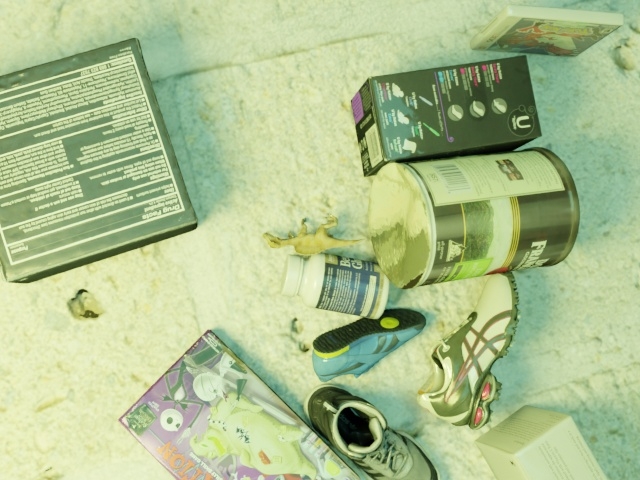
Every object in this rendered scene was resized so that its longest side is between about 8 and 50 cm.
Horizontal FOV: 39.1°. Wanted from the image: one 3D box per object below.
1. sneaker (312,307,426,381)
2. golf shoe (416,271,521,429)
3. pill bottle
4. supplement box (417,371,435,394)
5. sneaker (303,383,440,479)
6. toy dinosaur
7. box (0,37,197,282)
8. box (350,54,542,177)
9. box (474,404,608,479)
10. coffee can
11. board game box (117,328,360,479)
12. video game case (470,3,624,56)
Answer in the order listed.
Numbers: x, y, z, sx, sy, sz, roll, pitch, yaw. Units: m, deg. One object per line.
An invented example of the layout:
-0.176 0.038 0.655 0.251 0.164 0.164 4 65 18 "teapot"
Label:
0.082 0.178 1.514 0.209 0.069 0.082 -19 121 -19 "sneaker"
0.250 0.169 1.482 0.120 0.105 0.272 18 78 -3 "golf shoe"
0.023 0.071 1.488 0.169 0.094 0.094 11 84 -9 "pill bottle"
0.222 0.243 1.538 0.062 0.036 0.098 41 80 -5 "supplement box"
0.092 0.336 1.451 0.269 0.153 0.101 38 81 -5 "sneaker"
0.000 0.000 1.485 0.183 0.092 0.053 1 120 20 "toy dinosaur"
-0.374 -0.113 1.390 0.296 0.183 0.294 -18 88 -9 "box"
0.204 -0.204 1.502 0.270 0.165 0.143 -10 87 -10 "box"
0.371 0.384 1.480 0.119 0.182 0.181 -30 92 -12 "box"
0.243 -0.039 1.452 0.275 0.201 0.201 -8 87 -22 "coffee can"
-0.129 0.335 1.449 0.347 0.056 0.208 44 85 3 "board game box"
0.380 -0.353 1.533 0.201 0.183 0.023 2 84 -9 "video game case"
